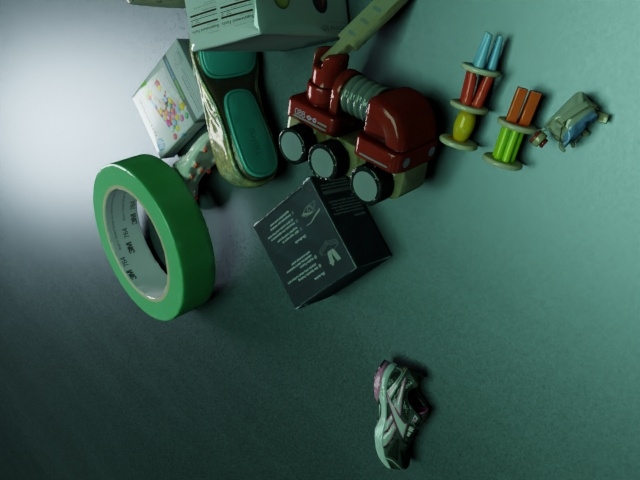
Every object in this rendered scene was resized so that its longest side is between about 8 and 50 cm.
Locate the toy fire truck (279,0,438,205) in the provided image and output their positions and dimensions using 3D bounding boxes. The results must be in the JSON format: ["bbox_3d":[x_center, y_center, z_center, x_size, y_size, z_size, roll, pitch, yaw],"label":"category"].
[{"bbox_3d":[0.073,-0.208,0.976,0.217,0.158,0.246,33,131,32],"label":"toy fire truck"}]

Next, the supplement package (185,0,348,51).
[{"bbox_3d":[-0.081,-0.385,1.013,0.149,0.194,0.203,2,103,42],"label":"supplement package"}]

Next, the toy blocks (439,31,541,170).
[{"bbox_3d":[0.225,-0.178,0.892,0.123,0.054,0.148,31,119,33],"label":"toy blocks"}]

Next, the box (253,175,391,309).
[{"bbox_3d":[0.000,0.000,1.110,0.156,0.093,0.158,-37,75,41],"label":"box"}]

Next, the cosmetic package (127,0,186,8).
[{"bbox_3d":[-0.322,-0.564,1.223,0.296,0.129,0.153,56,130,16],"label":"cosmetic package"}]

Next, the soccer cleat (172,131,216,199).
[{"bbox_3d":[-0.243,-0.136,1.310,0.076,0.068,0.196,52,132,22],"label":"soccer cleat"}]

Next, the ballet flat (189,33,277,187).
[{"bbox_3d":[-0.159,-0.255,1.179,0.123,0.123,0.348,-11,94,43],"label":"ballet flat"}]

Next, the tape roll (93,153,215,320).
[{"bbox_3d":[-0.328,-0.004,1.367,0.321,0.077,0.321,27,128,40],"label":"tape roll"}]

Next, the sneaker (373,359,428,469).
[{"bbox_3d":[0.129,0.276,1.088,0.077,0.072,0.178,2,109,30],"label":"sneaker"}]

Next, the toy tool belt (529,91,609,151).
[{"bbox_3d":[0.297,-0.132,0.839,0.051,0.052,0.083,45,107,9],"label":"toy tool belt"}]

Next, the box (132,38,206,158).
[{"bbox_3d":[-0.272,-0.263,1.320,0.186,0.038,0.145,-35,78,42],"label":"box"}]
